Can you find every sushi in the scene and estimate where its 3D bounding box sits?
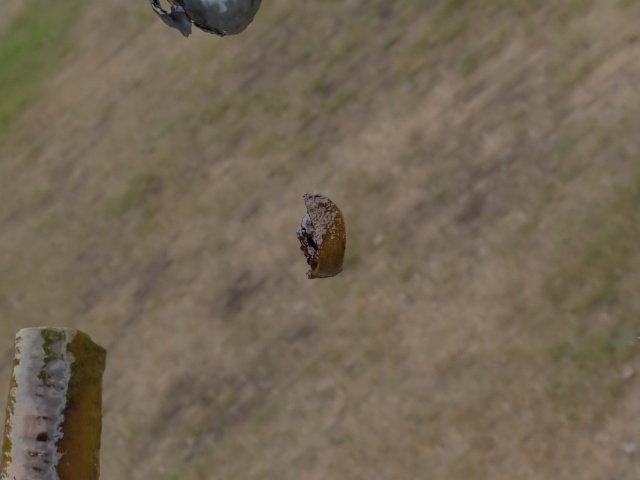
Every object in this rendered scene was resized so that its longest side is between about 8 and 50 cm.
[{"bbox_3d":[0.000,0.000,1.652,0.047,0.099,0.050,-3,25,-6],"label":"sushi"}]

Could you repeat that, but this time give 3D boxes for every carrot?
[{"bbox_3d":[-0.281,0.243,1.796,0.114,0.114,0.302,-6,77,52],"label":"carrot"}]

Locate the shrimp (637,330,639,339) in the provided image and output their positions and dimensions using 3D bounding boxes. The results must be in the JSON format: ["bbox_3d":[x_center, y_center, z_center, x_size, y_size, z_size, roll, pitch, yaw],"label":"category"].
[{"bbox_3d":[0.344,0.060,1.288,0.217,0.051,0.115,-11,6,15],"label":"shrimp"}]

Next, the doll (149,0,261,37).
[{"bbox_3d":[-0.084,-0.240,0.953,0.158,0.246,0.340,-16,33,-37],"label":"doll"}]
